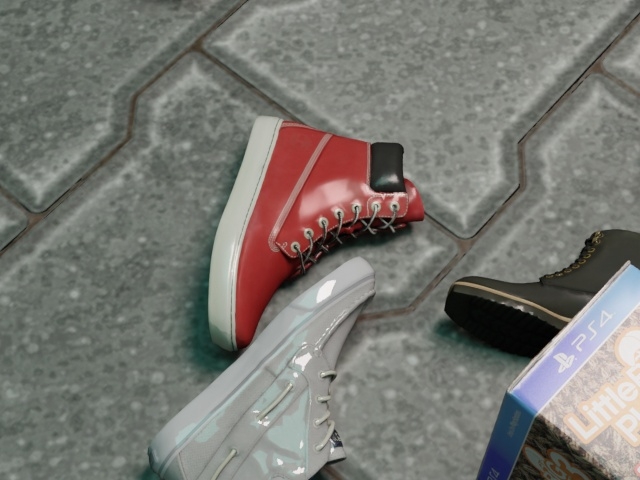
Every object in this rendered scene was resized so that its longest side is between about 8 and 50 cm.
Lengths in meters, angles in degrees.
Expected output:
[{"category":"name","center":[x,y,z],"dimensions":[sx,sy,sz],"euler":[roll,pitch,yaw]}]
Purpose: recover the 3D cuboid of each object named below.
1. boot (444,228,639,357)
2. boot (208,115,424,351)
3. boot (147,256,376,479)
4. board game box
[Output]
[{"category":"boot","center":[0.218,0.036,1.055],"dimensions":[0.197,0.077,0.137],"euler":[18,59,-4]},{"category":"boot","center":[0.000,0.000,1.067],"dimensions":[0.176,0.088,0.244],"euler":[12,60,6]},{"category":"boot","center":[-0.017,0.140,0.999],"dimensions":[0.123,0.095,0.258],"euler":[43,80,14]},{"category":"board game box","center":[0.280,0.198,0.872],"dimensions":[0.291,0.232,0.141],"euler":[41,71,20]}]
